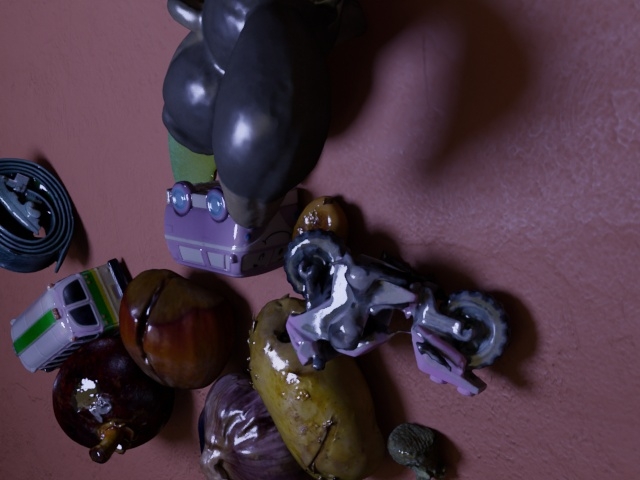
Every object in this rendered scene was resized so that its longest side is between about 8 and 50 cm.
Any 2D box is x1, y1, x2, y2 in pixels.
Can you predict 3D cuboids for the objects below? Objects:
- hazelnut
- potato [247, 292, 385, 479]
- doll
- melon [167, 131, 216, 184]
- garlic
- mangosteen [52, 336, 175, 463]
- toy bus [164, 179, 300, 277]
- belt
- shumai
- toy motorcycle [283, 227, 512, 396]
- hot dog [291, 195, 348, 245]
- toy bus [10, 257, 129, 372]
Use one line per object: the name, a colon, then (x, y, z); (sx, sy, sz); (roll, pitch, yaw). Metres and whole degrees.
hazelnut: (-0.252, 0.159, 1.424); (0.212, 0.181, 0.181); (20, 77, 28)
potato: (-0.009, 0.226, 1.235); (0.173, 0.140, 0.300); (-26, 88, 49)
doll: (-0.104, -0.177, 1.042); (0.252, 0.378, 0.382); (19, 139, 0)
melon: (-0.201, -0.148, 1.376); (0.114, 0.053, 0.261); (24, 126, 16)
garlic: (-0.127, 0.340, 1.380); (0.245, 0.160, 0.245); (16, 111, 50)
mangosteen: (-0.391, 0.316, 1.556); (0.261, 0.235, 0.235); (-104, 27, -52)
toy bus: (-0.133, -0.025, 1.273); (0.202, 0.142, 0.142); (9, 105, 44)
belt: (-0.621, -0.042, 1.702); (0.267, 0.206, 0.116); (55, 138, 7)
shumai: (0.136, 0.312, 1.175); (0.083, 0.082, 0.080); (-143, 47, -60)
toy motorcycle: (0.081, 0.113, 1.090); (0.327, 0.143, 0.188); (22, 101, 23)
hot dog: (0.001, 0.001, 1.208); (0.090, 0.060, 0.140); (35, 120, 36)
toy bus: (-0.516, 0.170, 1.691); (0.305, 0.179, 0.143); (-32, 81, 46)
